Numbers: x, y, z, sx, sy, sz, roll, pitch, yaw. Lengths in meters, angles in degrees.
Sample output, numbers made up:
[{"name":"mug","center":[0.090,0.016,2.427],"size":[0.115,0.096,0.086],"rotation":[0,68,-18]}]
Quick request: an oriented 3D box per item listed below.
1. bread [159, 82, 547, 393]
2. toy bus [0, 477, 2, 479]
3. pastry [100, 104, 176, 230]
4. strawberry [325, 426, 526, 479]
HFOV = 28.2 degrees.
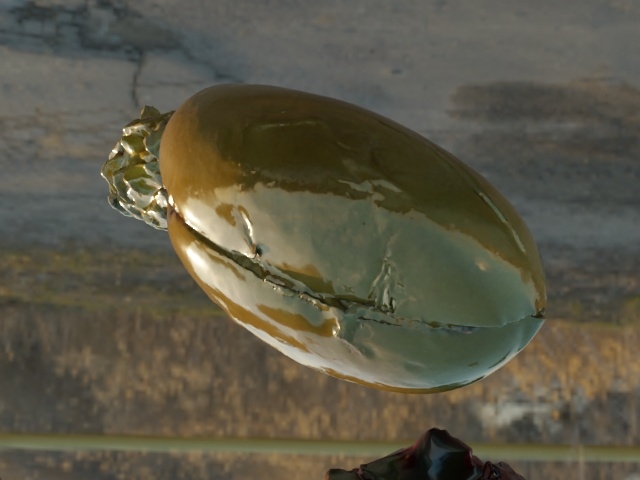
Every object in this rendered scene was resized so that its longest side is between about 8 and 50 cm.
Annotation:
[{"name":"bread","center":[0.000,0.000,0.504],"size":[0.189,0.077,0.114],"rotation":[23,140,31]},{"name":"toy bus","center":[-0.231,0.217,0.821],"size":[0.072,0.172,0.057],"rotation":[-15,123,-6]},{"name":"pastry","center":[-0.061,-0.051,0.987],"size":[0.154,0.102,0.250],"rotation":[-7,-168,-40]},{"name":"strawberry","center":[0.067,0.273,0.889],"size":[0.261,0.258,0.261],"rotation":[-18,-164,5]}]
